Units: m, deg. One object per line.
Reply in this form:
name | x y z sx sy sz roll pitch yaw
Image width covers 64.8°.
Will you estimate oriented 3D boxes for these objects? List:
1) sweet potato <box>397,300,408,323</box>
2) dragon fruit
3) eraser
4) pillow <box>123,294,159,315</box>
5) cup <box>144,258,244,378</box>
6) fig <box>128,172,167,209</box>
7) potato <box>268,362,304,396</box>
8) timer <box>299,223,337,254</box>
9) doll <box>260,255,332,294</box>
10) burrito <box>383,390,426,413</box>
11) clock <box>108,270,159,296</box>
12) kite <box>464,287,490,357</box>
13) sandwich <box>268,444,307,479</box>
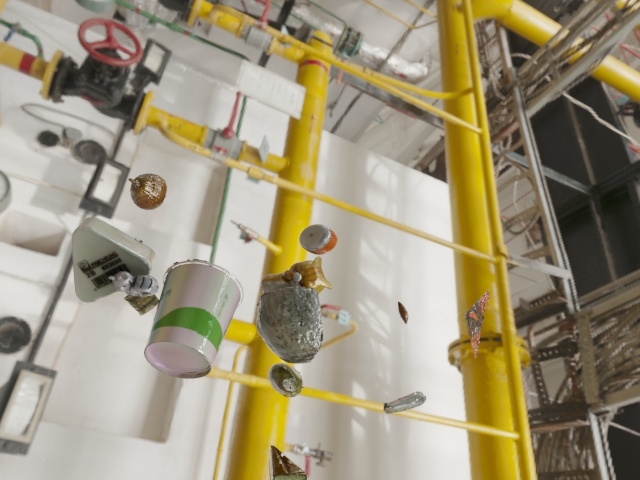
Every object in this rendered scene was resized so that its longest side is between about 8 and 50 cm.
sweet potato | 0.320 0.277 1.949 0.034 0.034 0.095 -11 -82 67
dragon fruit | -0.121 0.322 1.816 0.283 0.203 0.221 114 -29 -47
eraser | -0.882 0.107 2.062 0.331 0.331 0.150 -64 -163 19
pillow | -0.775 0.263 2.210 0.113 0.038 0.203 -35 156 -15
cup | -0.371 0.232 1.454 0.253 0.253 0.274 -53 -161 40
fig | -0.563 -0.159 1.587 0.119 0.153 0.119 -8 -104 37
potato | -0.136 0.544 1.961 0.113 0.149 0.251 -49 168 -8
timer | 0.000 0.000 1.766 0.136 0.136 0.099 162 -62 -65
doll | -0.107 0.181 1.983 0.269 0.167 0.162 -26 176 20
burrito | 0.339 0.653 2.025 0.064 0.203 0.064 25 -61 59
clock | -0.718 0.166 1.954 0.117 0.176 0.080 100 -5 -69
kite | 0.455 0.232 1.493 0.008 0.125 0.223 3 -107 47
sandwich | -0.113 0.769 1.698 0.163 0.113 0.080 -127 -137 -74
